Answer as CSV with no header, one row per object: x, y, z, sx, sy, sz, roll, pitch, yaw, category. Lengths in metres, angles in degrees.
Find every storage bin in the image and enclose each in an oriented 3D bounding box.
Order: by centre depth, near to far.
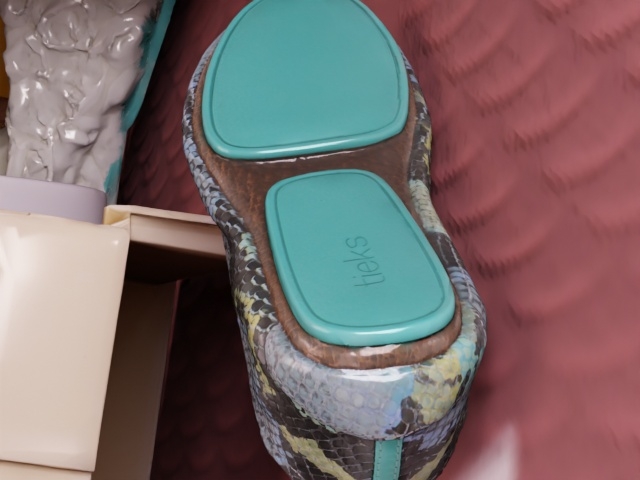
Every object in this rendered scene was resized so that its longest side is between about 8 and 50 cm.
-0.105,0.122,0.718,0.260,0.123,0.262,168,111,-75,storage bin

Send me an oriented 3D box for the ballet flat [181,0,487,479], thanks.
0.000,0.000,0.498,0.188,0.070,0.070,-97,20,-58,ballet flat

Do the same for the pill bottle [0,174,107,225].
-0.180,0.110,0.916,0.160,0.160,0.283,178,97,-76,pill bottle

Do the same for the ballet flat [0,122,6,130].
-0.267,-0.118,1.562,0.348,0.123,0.123,-99,23,-53,ballet flat

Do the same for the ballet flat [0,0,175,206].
-0.167,-0.033,1.053,0.147,0.147,0.409,-109,31,-63,ballet flat

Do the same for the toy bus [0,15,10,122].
-0.192,-0.130,1.279,0.191,0.104,0.202,131,146,-66,toy bus
